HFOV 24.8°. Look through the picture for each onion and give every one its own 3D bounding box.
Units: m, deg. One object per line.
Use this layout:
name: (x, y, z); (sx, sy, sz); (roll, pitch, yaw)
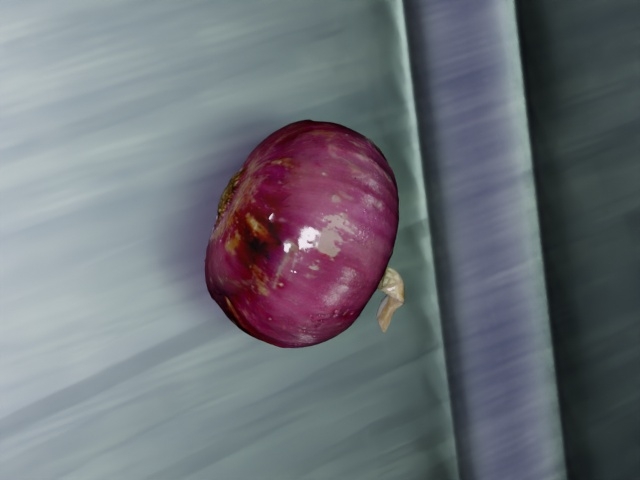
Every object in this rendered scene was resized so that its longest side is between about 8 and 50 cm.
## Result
onion: (-0.009, -0.004, 1.096); (0.153, 0.177, 0.177); (6, 91, 5)
